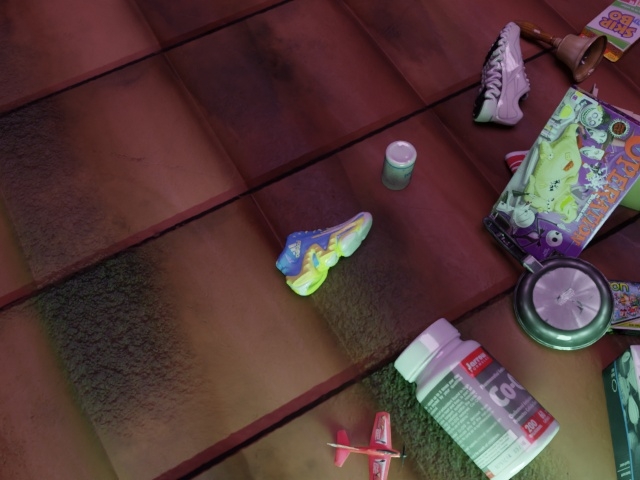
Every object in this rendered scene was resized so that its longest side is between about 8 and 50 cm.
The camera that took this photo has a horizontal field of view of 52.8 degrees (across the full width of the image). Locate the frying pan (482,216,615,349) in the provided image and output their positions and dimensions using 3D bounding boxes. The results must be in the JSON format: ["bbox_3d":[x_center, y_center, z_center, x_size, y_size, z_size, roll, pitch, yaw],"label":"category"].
[{"bbox_3d":[0.483,0.064,1.339,0.197,0.053,0.326,-17,71,8],"label":"frying pan"}]

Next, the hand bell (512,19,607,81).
[{"bbox_3d":[0.602,-0.521,1.678,0.126,0.126,0.242,-37,57,-18],"label":"hand bell"}]

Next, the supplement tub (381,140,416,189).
[{"bbox_3d":[0.178,-0.171,1.471,0.071,0.107,0.070,0,63,0],"label":"supplement tub"}]

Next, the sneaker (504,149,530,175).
[{"bbox_3d":[0.501,-0.181,1.517,0.119,0.042,0.067,-10,59,2],"label":"sneaker"}]

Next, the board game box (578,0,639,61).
[{"bbox_3d":[0.821,-0.587,1.740,0.259,0.039,0.124,-41,69,-17],"label":"board game box"}]

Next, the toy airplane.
[{"bbox_3d":[0.087,0.399,1.218,0.151,0.028,0.151,0,61,-1],"label":"toy airplane"}]

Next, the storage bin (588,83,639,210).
[{"bbox_3d":[0.672,-0.193,1.407,0.263,0.260,0.123,21,68,10],"label":"storage bin"}]

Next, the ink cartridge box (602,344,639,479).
[{"bbox_3d":[0.585,0.372,1.162,0.065,0.165,0.332,1,61,3],"label":"ink cartridge box"}]

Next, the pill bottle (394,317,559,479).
[{"bbox_3d":[0.283,0.290,1.202,0.161,0.161,0.283,-37,69,-18],"label":"pill bottle"}]

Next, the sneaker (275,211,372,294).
[{"bbox_3d":[0.000,0.000,1.390,0.126,0.091,0.240,39,69,18],"label":"sneaker"}]

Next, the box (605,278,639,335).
[{"bbox_3d":[0.616,0.139,1.356,0.207,0.036,0.114,4,62,1],"label":"box"}]

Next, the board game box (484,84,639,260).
[{"bbox_3d":[0.512,-0.118,1.334,0.208,0.346,0.056,34,33,14],"label":"board game box"}]

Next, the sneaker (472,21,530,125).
[{"bbox_3d":[0.466,-0.410,1.610,0.118,0.110,0.292,17,72,-1],"label":"sneaker"}]
